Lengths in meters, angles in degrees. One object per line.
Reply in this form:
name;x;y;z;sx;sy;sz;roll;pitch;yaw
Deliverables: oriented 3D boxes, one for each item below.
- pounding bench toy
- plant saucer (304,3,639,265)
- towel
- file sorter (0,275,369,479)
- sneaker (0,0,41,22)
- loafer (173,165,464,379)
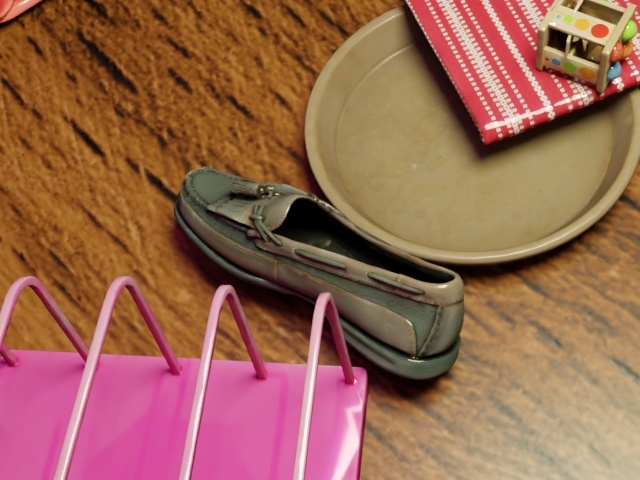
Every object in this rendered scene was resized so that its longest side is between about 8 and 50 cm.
pounding bench toy;0.217;-0.169;0.836;0.065;0.052;0.083;25;69;20
plant saucer;0.126;-0.094;0.891;0.278;0.041;0.278;-4;59;6
towel;0.223;-0.203;0.901;0.275;0.031;0.199;-22;60;-3
file sorter;-0.129;0.139;0.706;0.290;0.182;0.202;2;59;10
sneaker;-0.361;-0.259;1.023;0.314;0.116;0.136;-22;60;-5
loafer;0.000;0.000;0.813;0.267;0.084;0.096;32;41;25
